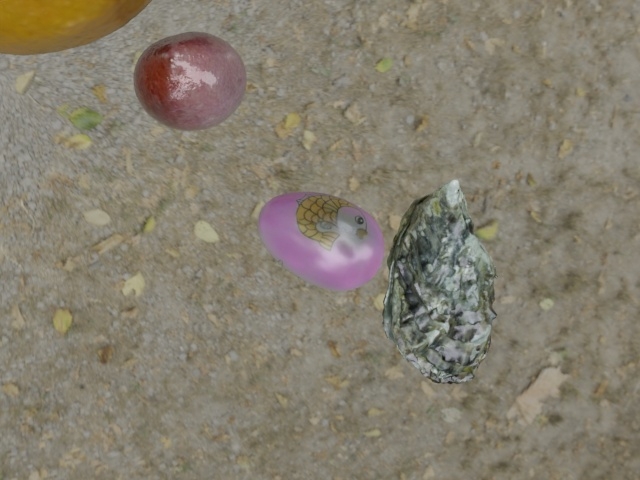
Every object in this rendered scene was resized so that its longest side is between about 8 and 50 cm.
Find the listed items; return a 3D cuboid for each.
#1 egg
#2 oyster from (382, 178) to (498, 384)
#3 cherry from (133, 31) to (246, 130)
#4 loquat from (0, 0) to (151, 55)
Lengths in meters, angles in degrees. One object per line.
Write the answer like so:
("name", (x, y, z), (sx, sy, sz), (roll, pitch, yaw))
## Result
("egg", (0.000, 0.000, 1.492), (0.271, 0.196, 0.196), (10, 99, 0))
("oyster", (0.182, 0.060, 1.065), (0.162, 0.158, 0.351), (-34, 131, -40))
("cherry", (-0.270, -0.320, 1.477), (0.239, 0.239, 0.206), (-14, 120, -21))
("loquat", (-0.161, -0.211, 0.424), (0.234, 0.176, 0.187), (-30, 78, 15))
